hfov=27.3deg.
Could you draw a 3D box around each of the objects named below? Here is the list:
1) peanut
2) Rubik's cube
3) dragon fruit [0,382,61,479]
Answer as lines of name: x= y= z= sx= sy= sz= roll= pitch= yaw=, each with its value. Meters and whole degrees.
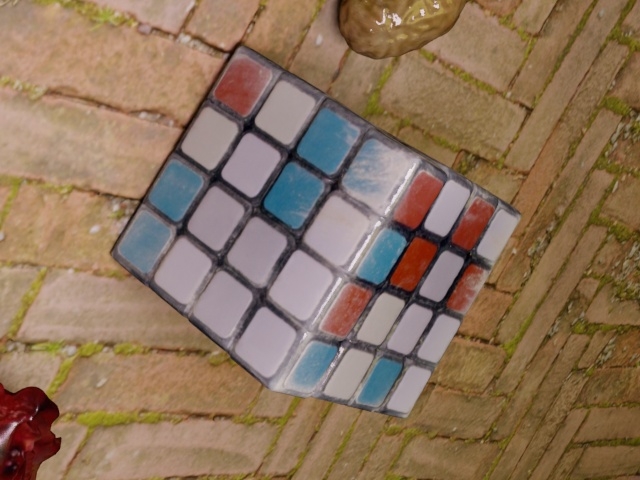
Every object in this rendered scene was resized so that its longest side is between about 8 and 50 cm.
peanut: x=0.113 y=-0.263 z=1.371 sx=0.226 sy=0.108 sz=0.095 roll=-40 pitch=138 yaw=-27
Rubik's cube: x=0.001 y=-0.001 z=1.313 sx=0.253 sy=0.259 sz=0.256 roll=25 pitch=97 yaw=-55
dragon fruit: x=-0.392 y=0.263 z=1.203 sx=0.286 sy=0.228 sz=0.329 roll=117 pitch=-7 yaw=-76
